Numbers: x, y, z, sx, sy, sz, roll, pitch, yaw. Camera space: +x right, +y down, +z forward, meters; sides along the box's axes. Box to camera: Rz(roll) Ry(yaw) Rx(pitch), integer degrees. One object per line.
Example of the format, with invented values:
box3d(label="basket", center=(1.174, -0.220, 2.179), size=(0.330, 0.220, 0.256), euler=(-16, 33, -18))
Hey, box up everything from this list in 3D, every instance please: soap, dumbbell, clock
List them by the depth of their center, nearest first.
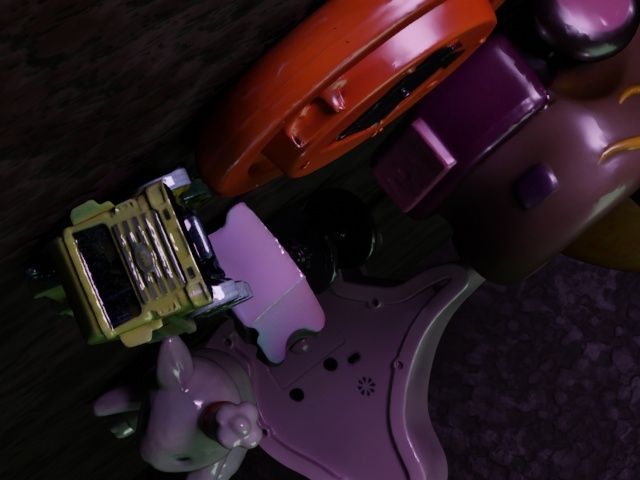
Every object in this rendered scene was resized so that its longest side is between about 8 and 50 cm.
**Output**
box3d(label="clock", center=(0.024, -0.088, 0.973), size=(0.205, 0.051, 0.205), euler=(-36, 175, -3))
box3d(label="soap", center=(-0.043, 0.035, 1.322), size=(0.056, 0.100, 0.149), euler=(-37, 174, -6))
box3d(label="dumbbell", center=(0.000, 0.000, 1.478), size=(0.069, 0.069, 0.147), euler=(-41, 173, 39))
box3d(label="clock", center=(0.061, 0.126, 1.900), size=(0.290, 0.275, 0.080), euler=(-43, 169, 22))

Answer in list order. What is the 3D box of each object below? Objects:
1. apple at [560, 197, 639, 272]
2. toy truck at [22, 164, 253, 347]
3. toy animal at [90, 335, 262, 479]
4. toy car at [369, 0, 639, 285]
box3d(label="apple", center=(0.272, -0.103, 1.647), size=(0.242, 0.242, 0.241), euler=(-33, 161, -40))
box3d(label="toy truck", center=(-0.096, 0.018, 0.994), size=(0.100, 0.077, 0.169), euler=(-24, 178, 1))
box3d(label="toy animal", center=(-0.127, 0.164, 1.743), size=(0.138, 0.140, 0.282), euler=(-46, 178, 0))
box3d(label="toy car", center=(0.219, -0.076, 1.325), size=(0.341, 0.240, 0.271), euler=(-34, 174, -26))
